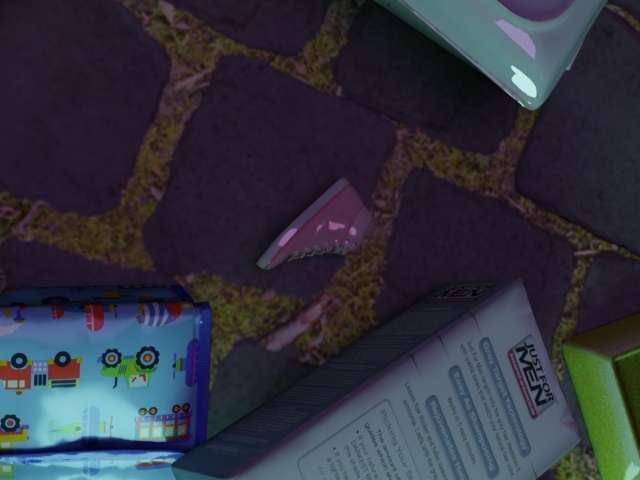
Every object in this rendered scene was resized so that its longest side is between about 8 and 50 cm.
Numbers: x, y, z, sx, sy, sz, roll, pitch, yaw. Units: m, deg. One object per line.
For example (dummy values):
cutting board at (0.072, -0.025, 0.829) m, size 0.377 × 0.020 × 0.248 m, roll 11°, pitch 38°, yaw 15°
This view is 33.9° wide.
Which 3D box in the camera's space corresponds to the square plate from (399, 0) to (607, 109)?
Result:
square plate at (0.181, -0.366, 1.052) m, size 0.344 × 0.049 × 0.347 m, roll 38°, pitch 74°, yaw -9°

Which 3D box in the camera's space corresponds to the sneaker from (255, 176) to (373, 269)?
sneaker at (0.000, 0.000, 1.078) m, size 0.134 × 0.051 × 0.070 m, roll -42°, pitch 93°, yaw -22°

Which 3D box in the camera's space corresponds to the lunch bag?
lunch bag at (-0.223, 0.194, 0.959) m, size 0.220 × 0.138 × 0.293 m, roll -1°, pitch 96°, yaw -20°

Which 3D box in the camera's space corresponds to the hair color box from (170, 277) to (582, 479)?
hair color box at (0.067, 0.198, 0.991) m, size 0.374 × 0.113 × 0.185 m, roll -29°, pitch 102°, yaw -33°

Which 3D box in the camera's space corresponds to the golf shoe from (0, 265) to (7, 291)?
golf shoe at (-0.350, 0.020, 0.925) m, size 0.176 × 0.069 × 0.086 m, roll 30°, pitch 86°, yaw 29°

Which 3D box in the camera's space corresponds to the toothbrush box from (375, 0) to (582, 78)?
toothbrush box at (0.217, -0.346, 1.152) m, size 0.216 × 0.126 × 0.296 m, roll 32°, pitch 76°, yaw -12°

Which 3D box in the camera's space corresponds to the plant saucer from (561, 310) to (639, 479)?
plant saucer at (0.388, 0.175, 1.192) m, size 0.188 × 0.045 × 0.188 m, roll -17°, pitch 89°, yaw -20°
